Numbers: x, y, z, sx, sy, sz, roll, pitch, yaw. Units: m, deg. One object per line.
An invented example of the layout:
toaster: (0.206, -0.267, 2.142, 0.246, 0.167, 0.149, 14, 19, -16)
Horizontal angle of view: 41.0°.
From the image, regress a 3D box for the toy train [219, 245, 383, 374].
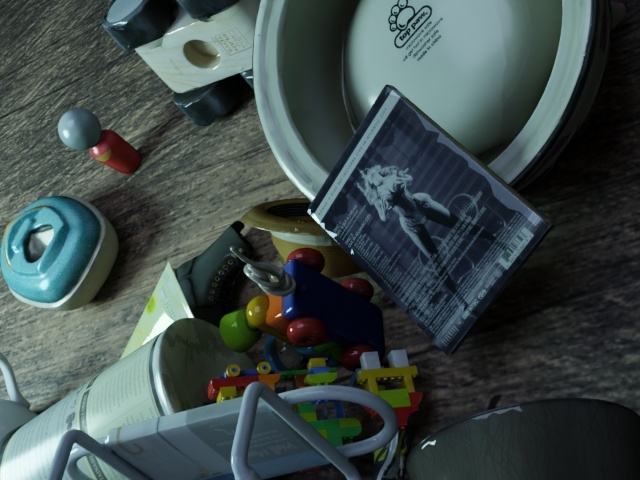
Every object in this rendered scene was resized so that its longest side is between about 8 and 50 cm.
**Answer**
toy train: (-0.055, 0.077, 0.925, 0.143, 0.248, 0.105, -27, 50, 32)

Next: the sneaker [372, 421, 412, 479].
sneaker: (0.068, 0.225, 0.883, 0.035, 0.031, 0.083, -4, 53, 46)

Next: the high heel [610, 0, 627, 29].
high heel: (0.244, -0.273, 1.014, 0.244, 0.082, 0.117, -12, 52, 43)

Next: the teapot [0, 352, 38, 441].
teapot: (-0.517, 0.323, 1.211, 0.252, 0.187, 0.256, -41, 44, 13)

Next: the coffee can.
coffee can: (-0.211, 0.242, 0.985, 0.275, 0.201, 0.202, -34, 47, 20)

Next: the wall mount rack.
wall mount rack: (-0.071, 0.260, 0.782, 0.350, 0.304, 0.131, -18, 42, 24)

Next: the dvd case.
dvd case: (0.097, -0.022, 0.839, 0.221, 0.018, 0.165, 46, 118, 26)

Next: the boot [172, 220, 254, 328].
boot: (-0.129, 0.065, 1.123, 0.137, 0.077, 0.198, -42, 45, 6)

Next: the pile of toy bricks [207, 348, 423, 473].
pile of toy bricks: (-0.007, 0.183, 0.875, 0.118, 0.212, 0.105, 114, 150, -58)

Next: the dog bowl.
dog bowl: (0.124, -0.209, 0.928, 0.407, 0.150, 0.408, -1, 89, 38)

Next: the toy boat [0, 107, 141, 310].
toy boat: (-0.416, -0.050, 1.384, 0.267, 0.148, 0.318, 12, 73, 45)

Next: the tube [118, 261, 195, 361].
tube: (-0.218, 0.140, 1.086, 0.240, 0.070, 0.062, -57, 0, 35)

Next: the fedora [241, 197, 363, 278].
fedora: (0.000, 0.000, 1.017, 0.194, 0.194, 0.079, 14, 108, 45)

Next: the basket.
basket: (0.171, 0.261, 0.651, 0.204, 0.154, 0.227, -20, 44, 20)

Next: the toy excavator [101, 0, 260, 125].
toy excavator: (-0.068, -0.446, 1.310, 0.432, 0.222, 0.445, -12, 49, 34)
